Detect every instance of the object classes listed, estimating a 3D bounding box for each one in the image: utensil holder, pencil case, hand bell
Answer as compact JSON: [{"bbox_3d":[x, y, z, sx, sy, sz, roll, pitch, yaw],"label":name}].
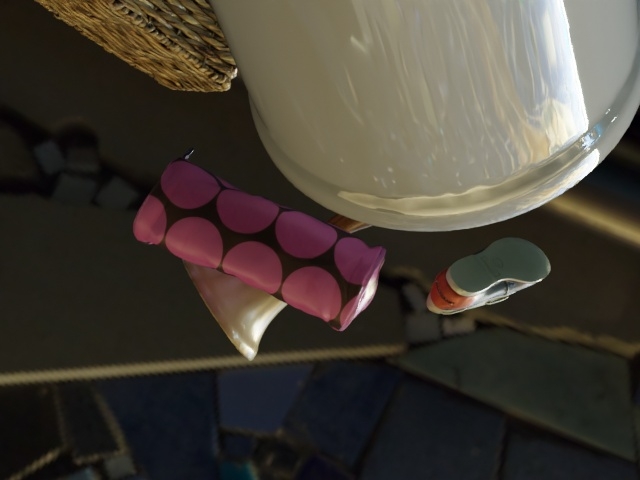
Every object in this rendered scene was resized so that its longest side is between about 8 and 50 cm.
[{"bbox_3d":[0.055,-0.243,0.910,0.327,0.328,0.385,16,-26,26],"label":"utensil holder"},{"bbox_3d":[-0.048,0.002,1.094,0.209,0.095,0.098,26,-12,11],"label":"pencil case"},{"bbox_3d":[0.000,0.000,1.255,0.126,0.242,0.126,58,0,-1],"label":"hand bell"}]

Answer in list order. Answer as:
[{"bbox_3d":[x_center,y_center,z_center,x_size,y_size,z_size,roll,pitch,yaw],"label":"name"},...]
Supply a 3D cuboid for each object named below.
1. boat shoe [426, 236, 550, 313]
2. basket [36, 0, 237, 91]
[{"bbox_3d":[0.147,0.033,1.123,0.049,0.137,0.043,55,-47,20],"label":"boat shoe"},{"bbox_3d":[-0.217,-0.355,1.637,0.299,0.223,0.213,33,-12,-33],"label":"basket"}]
